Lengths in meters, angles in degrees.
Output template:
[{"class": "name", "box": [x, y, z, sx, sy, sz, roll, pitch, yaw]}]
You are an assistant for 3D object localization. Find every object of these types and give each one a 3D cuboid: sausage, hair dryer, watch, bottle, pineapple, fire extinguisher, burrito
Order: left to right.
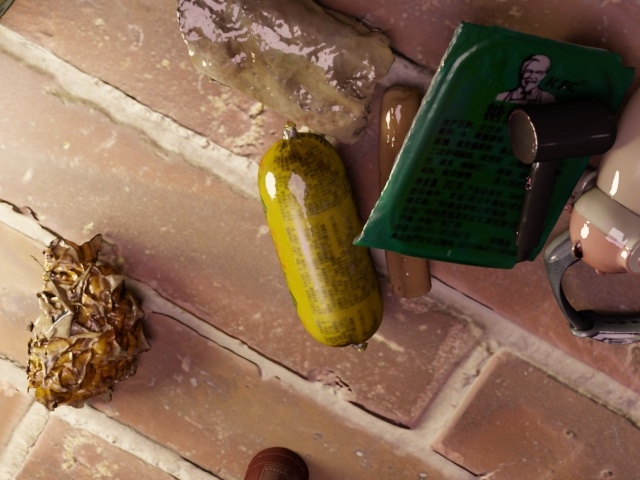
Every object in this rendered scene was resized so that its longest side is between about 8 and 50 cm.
[{"class": "pineapple", "box": [-0.332, 0.146, 2.131, 0.161, 0.158, 0.335, 13, 118, 6]}, {"class": "fire extinguisher", "box": [-0.094, 0.409, 2.148, 0.104, 0.269, 0.105, 6, 118, 11]}, {"class": "burrito", "box": [-0.070, -0.255, 1.901, 0.347, 0.107, 0.175, 31, 106, -6]}, {"class": "sausage", "box": [0.000, 0.000, 1.999, 0.123, 0.123, 0.347, -9, 114, 17]}, {"class": "sausage", "box": [0.110, -0.062, 1.978, 0.065, 0.066, 0.301, 1, 115, 13]}, {"class": "hair dryer", "box": [0.286, -0.065, 1.837, 0.114, 0.071, 0.248, -9, 133, -14]}, {"class": "watch", "box": [0.403, 0.050, 1.966, 0.206, 0.068, 0.193, -36, 103, 24]}, {"class": "bottle", "box": [0.394, -0.063, 1.830, 0.147, 0.147, 0.236, 31, 101, -4]}]

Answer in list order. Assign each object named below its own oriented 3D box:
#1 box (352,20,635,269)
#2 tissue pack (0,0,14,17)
[{"class": "box", "box": [0.204, -0.129, 1.864, 0.264, 0.106, 0.337, 8, 122, -27]}, {"class": "tissue pack", "box": [-0.474, -0.309, 1.889, 0.128, 0.228, 0.311, 42, 118, -9]}]
